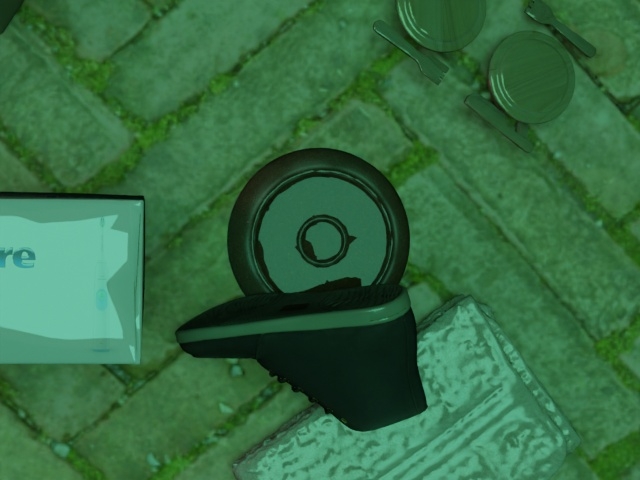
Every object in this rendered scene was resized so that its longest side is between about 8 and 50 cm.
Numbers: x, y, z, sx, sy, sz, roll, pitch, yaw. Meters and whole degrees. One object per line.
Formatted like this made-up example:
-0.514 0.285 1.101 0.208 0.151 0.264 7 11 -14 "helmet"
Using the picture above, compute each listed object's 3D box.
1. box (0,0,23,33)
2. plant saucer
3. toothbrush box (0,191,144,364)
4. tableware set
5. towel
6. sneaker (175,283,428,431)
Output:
-0.279 -0.246 1.235 0.094 0.275 0.113 32 87 -6 "box"
0.000 0.000 1.400 0.168 0.029 0.169 0 91 -6 "plant saucer"
-0.247 0.023 1.237 0.216 0.295 0.126 1 91 -7 "toothbrush box"
0.145 -0.178 1.408 0.194 0.039 0.128 38 75 -12 "tableware set"
0.079 0.195 1.406 0.282 0.049 0.187 -35 94 -4 "towel"
-0.019 0.111 1.347 0.222 0.083 0.118 -6 107 25 "sneaker"
